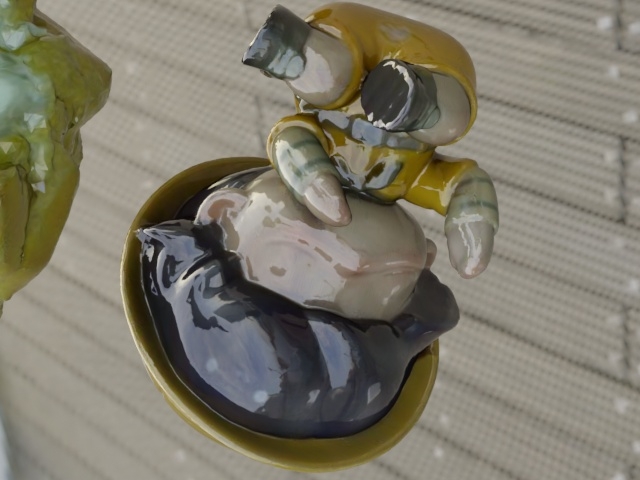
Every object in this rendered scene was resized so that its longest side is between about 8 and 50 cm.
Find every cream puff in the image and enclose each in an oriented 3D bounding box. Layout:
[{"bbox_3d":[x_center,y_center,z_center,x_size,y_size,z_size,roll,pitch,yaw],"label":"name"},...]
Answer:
[{"bbox_3d":[-0.299,-0.074,1.279,0.274,0.270,0.323,-37,88,25],"label":"cream puff"}]

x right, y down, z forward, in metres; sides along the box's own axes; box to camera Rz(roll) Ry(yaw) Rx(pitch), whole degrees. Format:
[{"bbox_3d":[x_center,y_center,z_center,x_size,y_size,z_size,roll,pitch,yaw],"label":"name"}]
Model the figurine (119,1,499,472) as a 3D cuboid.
[{"bbox_3d":[0.000,-0.002,1.001,0.167,0.192,0.257,-92,26,-65],"label":"figurine"}]
